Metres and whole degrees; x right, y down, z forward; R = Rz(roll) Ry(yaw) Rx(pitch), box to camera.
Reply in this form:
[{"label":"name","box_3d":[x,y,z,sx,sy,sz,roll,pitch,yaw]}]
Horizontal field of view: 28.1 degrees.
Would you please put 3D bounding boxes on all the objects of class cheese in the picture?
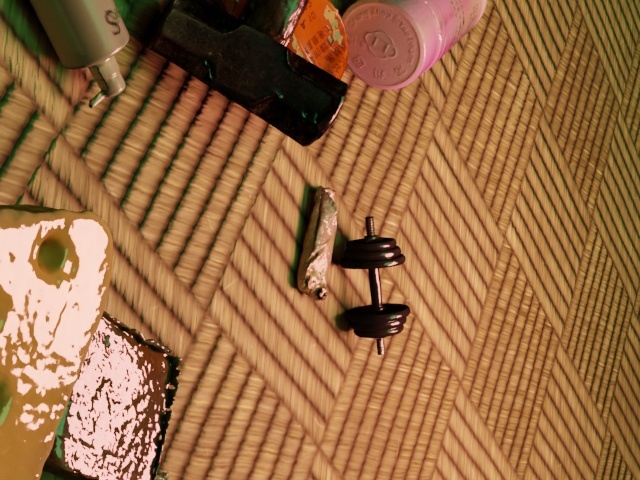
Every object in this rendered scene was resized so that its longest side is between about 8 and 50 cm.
[{"label":"cheese","box_3d":[-0.360,0.097,1.146,0.384,0.104,0.384,-24,118,-57]},{"label":"cheese","box_3d":[-0.069,-0.290,1.666,0.329,0.129,0.217,58,45,-22]}]

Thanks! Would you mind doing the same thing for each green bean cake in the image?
[{"label":"green bean cake","box_3d":[-0.248,0.174,1.380,0.181,0.094,0.173,35,60,-52]}]

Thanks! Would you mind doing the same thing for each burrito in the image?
[{"label":"burrito","box_3d":[-0.002,0.000,1.831,0.051,0.042,0.171,32,65,-49]}]

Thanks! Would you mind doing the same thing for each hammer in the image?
[{"label":"hammer","box_3d":[-0.018,-0.345,1.556,0.242,0.095,0.409,28,90,-10]}]

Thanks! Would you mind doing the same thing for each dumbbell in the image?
[{"label":"dumbbell","box_3d":[0.081,0.068,1.903,0.099,0.099,0.208,-17,104,-57]}]

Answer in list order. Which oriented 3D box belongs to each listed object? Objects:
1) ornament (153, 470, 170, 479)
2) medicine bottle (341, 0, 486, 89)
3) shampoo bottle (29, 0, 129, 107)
[{"label":"ornament","box_3d":[-0.212,0.311,1.480,0.068,0.041,0.092,8,91,-52]},{"label":"medicine bottle","box_3d":[0.145,-0.347,1.981,0.254,0.152,0.152,-45,125,-49]},{"label":"shampoo bottle","box_3d":[-0.275,-0.273,1.376,0.085,0.085,0.262,-56,134,-43]}]
